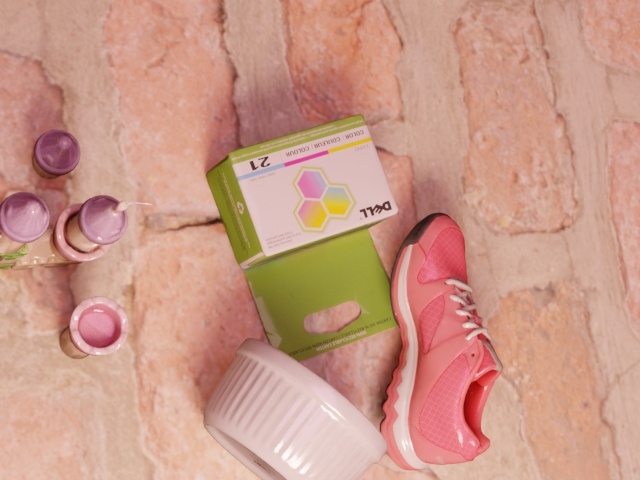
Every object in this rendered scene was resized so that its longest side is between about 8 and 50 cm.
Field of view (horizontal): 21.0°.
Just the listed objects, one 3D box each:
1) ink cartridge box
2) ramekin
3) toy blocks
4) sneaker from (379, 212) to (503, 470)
[{"bbox_3d":[0.000,0.000,2.077,0.189,0.097,0.255,-18,85,-24],"label":"ink cartridge box"},{"bbox_3d":[-0.036,0.216,1.959,0.207,0.207,0.109,40,76,-9],"label":"ramekin"},{"bbox_3d":[-0.355,-0.022,1.855,0.289,0.260,0.309,-3,79,-21],"label":"toy blocks"},{"bbox_3d":[0.164,0.122,2.075,0.116,0.136,0.313,18,73,-52],"label":"sneaker"}]
